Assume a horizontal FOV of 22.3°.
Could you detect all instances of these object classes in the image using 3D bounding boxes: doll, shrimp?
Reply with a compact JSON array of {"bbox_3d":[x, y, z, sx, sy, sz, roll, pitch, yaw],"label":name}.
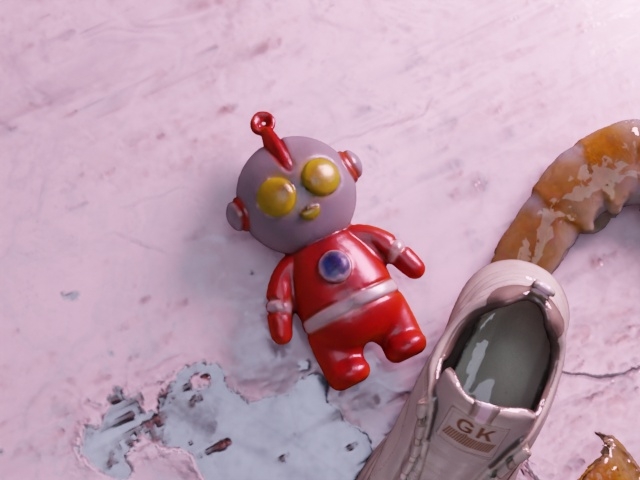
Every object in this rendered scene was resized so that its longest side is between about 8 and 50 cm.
[{"bbox_3d":[0.000,0.000,1.368,0.142,0.076,0.245,-24,85,-9],"label":"doll"},{"bbox_3d":[0.277,-0.015,1.394,0.287,0.068,0.185,-8,77,-4],"label":"shrimp"}]

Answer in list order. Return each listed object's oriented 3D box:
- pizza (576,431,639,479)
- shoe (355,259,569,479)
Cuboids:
[{"bbox_3d":[0.201,0.302,1.326,0.197,0.058,0.292,2,77,-6],"label":"pizza"},{"bbox_3d":[0.114,0.155,1.290,0.124,0.159,0.316,24,83,1],"label":"shoe"}]
